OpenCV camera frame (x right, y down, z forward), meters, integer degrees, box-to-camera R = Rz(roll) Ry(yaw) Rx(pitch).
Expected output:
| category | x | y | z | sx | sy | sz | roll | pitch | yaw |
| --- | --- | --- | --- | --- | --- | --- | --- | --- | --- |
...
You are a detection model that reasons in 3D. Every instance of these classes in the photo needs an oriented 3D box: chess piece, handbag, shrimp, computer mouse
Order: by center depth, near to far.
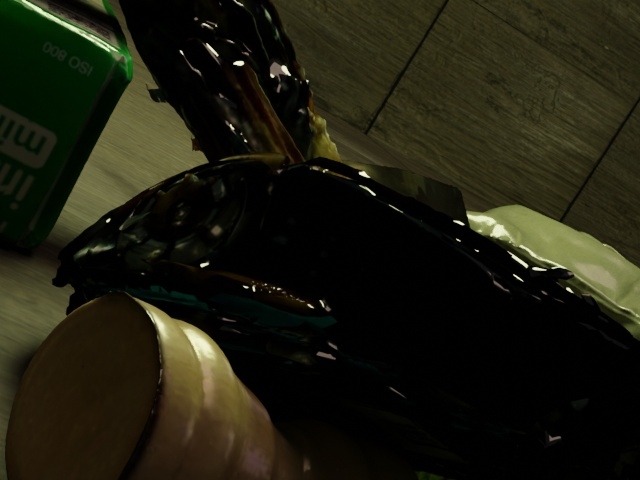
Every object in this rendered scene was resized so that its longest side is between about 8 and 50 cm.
| category | x | y | z | sx | sy | sz | roll | pitch | yaw |
| --- | --- | --- | --- | --- | --- | --- | --- | --- | --- |
| chess piece | -0.024 | 0.067 | 0.389 | 0.122 | 0.066 | 0.066 | 32 | 6 | -39 |
| computer mouse | 0.010 | 0.023 | 0.446 | 0.241 | 0.078 | 0.146 | 10 | -19 | 35 |
| shrimp | -0.036 | -0.063 | 0.616 | 0.365 | 0.071 | 0.233 | 63 | 1 | -21 |
| handbag | 0.274 | 0.063 | 1.335 | 0.253 | 0.109 | 0.316 | 39 | 5 | 24 |

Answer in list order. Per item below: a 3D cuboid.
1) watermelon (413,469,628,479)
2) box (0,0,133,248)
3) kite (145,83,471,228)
| category | x | y | z | sx | sy | sz | roll | pitch | yaw |
| --- | --- | --- | --- | --- | --- | --- | --- | --- | --- |
| watermelon | 0.078 | 0.103 | 0.547 | 0.094 | 0.125 | 0.135 | 61 | -8 | 5 |
| box | -0.190 | -0.102 | 0.649 | 0.180 | 0.103 | 0.250 | 29 | 10 | -18 |
| kite | -0.002 | 0.001 | 0.804 | 0.310 | 0.015 | 0.169 | 28 | -36 | 47 |
